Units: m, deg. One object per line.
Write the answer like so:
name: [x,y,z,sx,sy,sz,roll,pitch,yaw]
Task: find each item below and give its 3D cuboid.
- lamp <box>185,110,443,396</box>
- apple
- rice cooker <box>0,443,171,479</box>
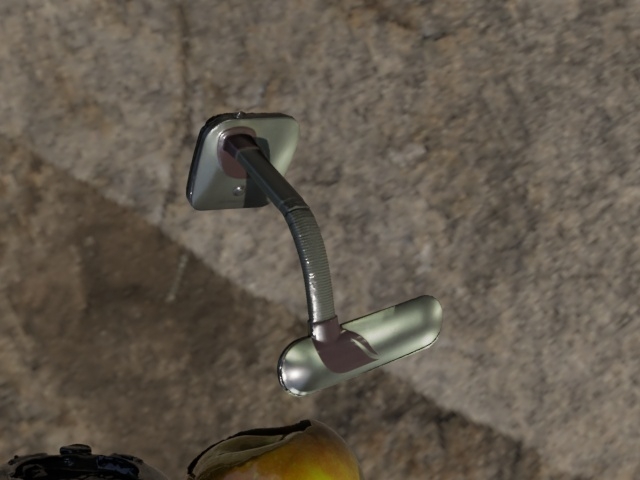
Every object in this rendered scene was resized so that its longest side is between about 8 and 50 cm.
lamp: [0.004,-0.003,1.561,0.283,0.203,0.124,60,138,28]
apple: [-0.056,0.310,1.786,0.237,0.237,0.207,1,93,37]
rice cooker: [-0.254,0.338,1.583,0.267,0.267,0.224,5,97,36]
